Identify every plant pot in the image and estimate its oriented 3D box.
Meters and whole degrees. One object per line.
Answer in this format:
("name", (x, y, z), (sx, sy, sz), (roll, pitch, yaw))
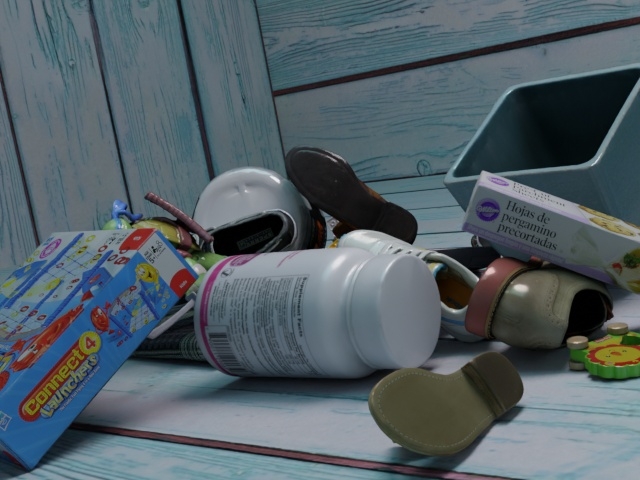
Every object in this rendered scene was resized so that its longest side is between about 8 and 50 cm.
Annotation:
("plant pot", (0.378, -0.074, 1.555), (0.247, 0.252, 0.248), (-5, 38, 43))

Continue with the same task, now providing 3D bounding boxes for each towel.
("towel", (-0.125, 0.130, 1.676), (0.324, 0.056, 0.312), (-20, 9, -41))

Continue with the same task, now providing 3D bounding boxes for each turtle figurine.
("turtle figurine", (-0.210, 0.080, 1.583), (0.266, 0.275, 0.198), (10, -40, -36))

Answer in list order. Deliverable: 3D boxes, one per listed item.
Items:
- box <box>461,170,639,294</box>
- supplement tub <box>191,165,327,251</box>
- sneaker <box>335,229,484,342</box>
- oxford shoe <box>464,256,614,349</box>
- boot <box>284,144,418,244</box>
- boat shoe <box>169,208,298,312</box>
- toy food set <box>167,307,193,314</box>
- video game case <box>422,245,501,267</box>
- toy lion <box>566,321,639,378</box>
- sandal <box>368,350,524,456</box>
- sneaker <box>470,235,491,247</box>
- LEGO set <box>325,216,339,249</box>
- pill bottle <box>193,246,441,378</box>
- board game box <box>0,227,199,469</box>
("box", (0.329, 0.007, 1.252), (0.324, 0.063, 0.067), (21, 21, 7))
("supplement tub", (-0.102, -0.019, 1.980), (0.207, 0.207, 0.338), (-9, -5, 9))
("sneaker", (0.122, 0.041, 1.358), (0.228, 0.087, 0.092), (26, -23, 19))
("oxford shoe", (0.303, 0.076, 1.312), (0.130, 0.123, 0.348), (24, 23, 28))
("boot", (0.050, -0.054, 1.892), (0.264, 0.096, 0.280), (27, -10, 2))
("boat shoe", (-0.184, 0.034, 1.764), (0.306, 0.113, 0.105), (-20, -7, 7))
("toy food set", (-0.308, 0.104, 2.013), (0.219, 0.092, 0.306), (-1, 6, -16))
("video game case", (0.136, 0.038, 1.723), (0.274, 0.035, 0.248), (-3, -4, 0))
("toy lion", (0.320, 0.122, 1.136), (0.100, 0.034, 0.096), (-15, 15, -31))
("sandal", (0.104, 0.167, 1.005), (0.240, 0.088, 0.079), (-9, -28, -52))
("sneaker", (0.361, -0.019, 2.009), (0.178, 0.072, 0.077), (-7, -5, -20))
("LEGO set", (0.000, 0.000, 2.200), (0.287, 0.132, 0.107), (-18, -3, 4))
("pill bottle", (-0.005, 0.091, 1.314), (0.283, 0.160, 0.160), (-4, 10, 37))
("board game box", (-0.346, 0.120, 1.325), (0.308, 0.086, 0.302), (-2, 42, 52))
